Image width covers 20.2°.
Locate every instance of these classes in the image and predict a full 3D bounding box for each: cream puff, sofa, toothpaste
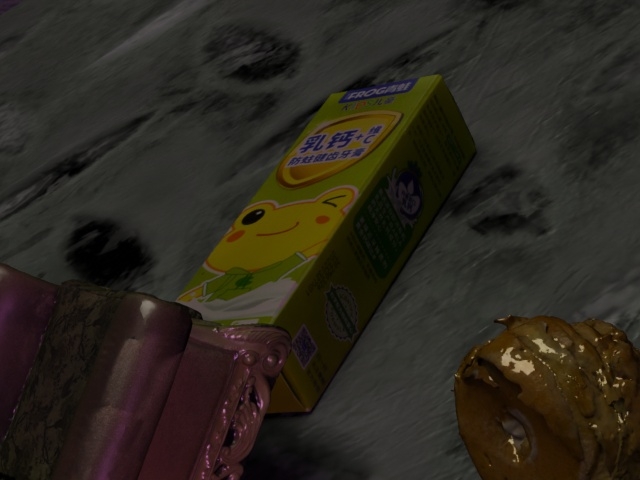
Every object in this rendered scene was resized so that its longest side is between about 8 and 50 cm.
[{"bbox_3d":[0.139,0.097,0.992,0.133,0.119,0.104,33,43,32],"label":"cream puff"},{"bbox_3d":[-0.172,0.107,1.127,0.258,0.182,0.200,10,76,53],"label":"sofa"},{"bbox_3d":[0.000,0.000,1.334,0.110,0.077,0.327,-8,33,37],"label":"toothpaste"}]
